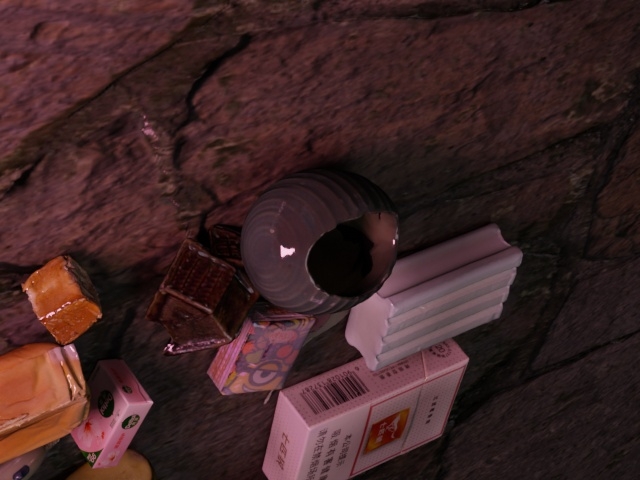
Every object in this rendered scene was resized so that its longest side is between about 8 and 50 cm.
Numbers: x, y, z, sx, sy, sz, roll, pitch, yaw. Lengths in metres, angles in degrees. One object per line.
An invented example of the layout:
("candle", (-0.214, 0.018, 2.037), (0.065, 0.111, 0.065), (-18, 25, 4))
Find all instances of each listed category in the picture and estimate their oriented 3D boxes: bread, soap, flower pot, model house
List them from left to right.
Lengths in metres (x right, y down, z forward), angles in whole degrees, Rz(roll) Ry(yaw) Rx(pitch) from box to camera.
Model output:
("bread", (-0.404, 0.209, 1.714), (0.241, 0.107, 0.136), (-23, 162, -22))
("bread", (-0.306, 0.071, 1.695), (0.070, 0.083, 0.077), (-31, 144, 2))
("model house", (-0.156, 0.051, 1.830), (0.165, 0.106, 0.152), (-66, 145, -30))
("flower pot", (0.000, 0.000, 1.831), (0.243, 0.157, 0.189), (-11, 114, -56))
("soap", (0.176, 0.086, 2.198), (0.265, 0.087, 0.160), (-20, 144, -30))

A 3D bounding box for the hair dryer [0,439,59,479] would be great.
("hair dryer", (-0.388, 0.326, 1.736), (0.298, 0.296, 0.119), (-33, 110, -33))

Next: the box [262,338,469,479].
("box", (0.075, 0.286, 2.332), (0.330, 0.095, 0.210), (-20, 143, -31))

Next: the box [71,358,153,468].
("box", (-0.287, 0.233, 1.902), (0.043, 0.089, 0.125), (1, 127, -46))

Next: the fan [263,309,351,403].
("fan", (-0.022, 0.139, 2.133), (0.182, 0.010, 0.310), (-5, 132, -43))

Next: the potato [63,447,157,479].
("potato", (-0.345, 0.426, 2.025), (0.298, 0.141, 0.176), (-58, 162, -5))

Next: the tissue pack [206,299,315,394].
("tissue pack", (-0.085, 0.153, 2.032), (0.108, 0.060, 0.148), (-3, 133, -37))
